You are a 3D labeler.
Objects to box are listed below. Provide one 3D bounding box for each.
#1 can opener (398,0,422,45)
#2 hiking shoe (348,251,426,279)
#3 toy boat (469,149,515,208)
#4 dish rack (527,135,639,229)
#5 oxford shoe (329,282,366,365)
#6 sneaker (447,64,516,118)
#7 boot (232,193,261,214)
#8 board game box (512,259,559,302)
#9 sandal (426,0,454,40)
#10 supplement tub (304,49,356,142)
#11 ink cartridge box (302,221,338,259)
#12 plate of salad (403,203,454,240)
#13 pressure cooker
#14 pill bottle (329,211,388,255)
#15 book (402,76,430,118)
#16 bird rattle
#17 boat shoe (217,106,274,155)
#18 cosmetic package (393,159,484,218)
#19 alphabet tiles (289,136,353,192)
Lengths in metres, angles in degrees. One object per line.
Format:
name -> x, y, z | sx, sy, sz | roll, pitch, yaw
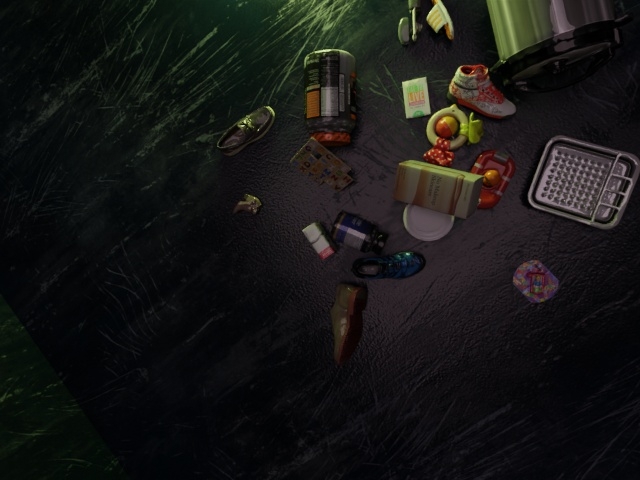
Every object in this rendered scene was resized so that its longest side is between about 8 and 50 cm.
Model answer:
can opener -> 0.352, -0.915, 1.758 | 0.093, 0.074, 0.281 | 2, 94, 12
hiking shoe -> 0.272, 0.114, 1.813 | 0.304, 0.132, 0.113 | -10, 92, 12
toy boat -> 0.640, -0.230, 1.707 | 0.151, 0.151, 0.231 | 26, 98, 9
dish rack -> 0.969, -0.217, 1.683 | 0.332, 0.072, 0.286 | 19, 98, 9
oxford shoe -> 0.099, 0.347, 1.892 | 0.130, 0.123, 0.348 | 18, 99, 36
sneaker -> 0.621, -0.560, 1.685 | 0.270, 0.145, 0.090 | 23, 57, 11
boot -> -0.316, -0.142, 1.961 | 0.087, 0.042, 0.118 | 39, 100, 4
board game box -> 0.840, 0.163, 1.754 | 0.133, 0.033, 0.169 | -44, 84, 11
sandal -> 0.439, -0.875, 1.737 | 0.076, 0.102, 0.265 | -23, 81, 13
supplement tub -> 0.038, -0.552, 1.778 | 0.207, 0.207, 0.338 | 1, 94, 11
ink cartridge box -> 0.000, 0.000, 1.871 | 0.063, 0.109, 0.150 | -35, 87, 12
plate of salad -> 0.432, -0.091, 1.803 | 0.199, 0.048, 0.200 | -4, 73, 14
pressure cooker -> 0.778, -0.724, 1.528 | 0.375, 0.370, 0.421 | -16, 93, -9
pill bottle -> 0.158, -0.023, 1.832 | 0.219, 0.123, 0.123 | 23, 98, 9
book -> 0.383, -0.566, 1.800 | 0.096, 0.035, 0.144 | -7, 94, 16
bird rattle -> 0.505, -0.410, 1.762 | 0.253, 0.143, 0.207 | -34, 75, 24
boat shoe -> -0.319, -0.465, 1.913 | 0.285, 0.092, 0.103 | -34, 87, 12
cosmetic package -> 0.440, -0.197, 1.699 | 0.296, 0.129, 0.153 | 18, 114, 30
alphabet tiles -> 0.011, -0.291, 1.823 | 0.237, 0.198, 0.009 | 37, 56, -13
